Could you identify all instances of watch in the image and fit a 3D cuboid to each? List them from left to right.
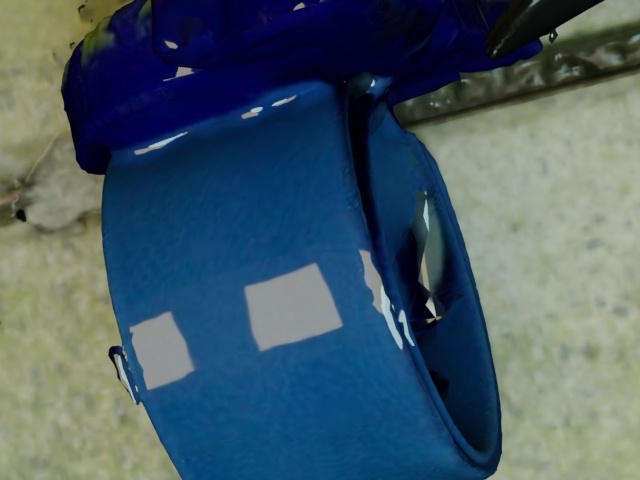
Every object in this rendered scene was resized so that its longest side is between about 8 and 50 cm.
[{"bbox_3d":[-0.003,0.002,0.688,0.171,0.196,0.200,-17,85,23],"label":"watch"}]

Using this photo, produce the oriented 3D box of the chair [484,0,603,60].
[{"bbox_3d":[0.264,0.010,0.613,0.226,0.226,0.401,-41,87,14],"label":"chair"}]
